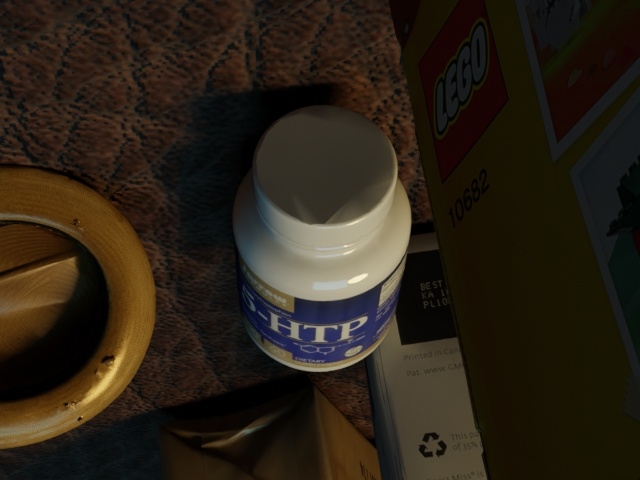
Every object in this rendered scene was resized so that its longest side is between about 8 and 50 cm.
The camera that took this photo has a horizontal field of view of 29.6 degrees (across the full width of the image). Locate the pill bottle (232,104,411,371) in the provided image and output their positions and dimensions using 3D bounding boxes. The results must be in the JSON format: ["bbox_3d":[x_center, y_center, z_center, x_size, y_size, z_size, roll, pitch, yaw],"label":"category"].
[{"bbox_3d":[0.000,0.000,0.772,0.112,0.112,0.186,-6,152,-4],"label":"pill bottle"}]

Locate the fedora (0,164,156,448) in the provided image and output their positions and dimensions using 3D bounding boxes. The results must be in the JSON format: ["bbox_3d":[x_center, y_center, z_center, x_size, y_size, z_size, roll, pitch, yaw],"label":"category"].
[{"bbox_3d":[-0.207,0.040,0.786,0.194,0.194,0.079,1,-175,-17],"label":"fedora"}]

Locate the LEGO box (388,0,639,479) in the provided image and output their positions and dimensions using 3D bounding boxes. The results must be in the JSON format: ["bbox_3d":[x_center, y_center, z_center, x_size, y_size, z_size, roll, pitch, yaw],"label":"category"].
[{"bbox_3d":[0.217,-0.098,0.368,0.193,0.372,0.500,2,151,-20],"label":"LEGO box"}]

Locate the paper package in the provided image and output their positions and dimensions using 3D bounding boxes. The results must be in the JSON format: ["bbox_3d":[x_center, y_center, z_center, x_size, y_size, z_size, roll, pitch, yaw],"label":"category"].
[{"bbox_3d":[-0.011,0.339,1.197,0.168,0.309,0.325,-17,152,12],"label":"paper package"}]

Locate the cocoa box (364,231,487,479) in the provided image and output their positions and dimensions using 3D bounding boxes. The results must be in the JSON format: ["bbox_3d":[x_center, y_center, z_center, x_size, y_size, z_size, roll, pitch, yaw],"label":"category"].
[{"bbox_3d":[0.213,0.123,0.934,0.347,0.231,0.228,-8,152,-1],"label":"cocoa box"}]
